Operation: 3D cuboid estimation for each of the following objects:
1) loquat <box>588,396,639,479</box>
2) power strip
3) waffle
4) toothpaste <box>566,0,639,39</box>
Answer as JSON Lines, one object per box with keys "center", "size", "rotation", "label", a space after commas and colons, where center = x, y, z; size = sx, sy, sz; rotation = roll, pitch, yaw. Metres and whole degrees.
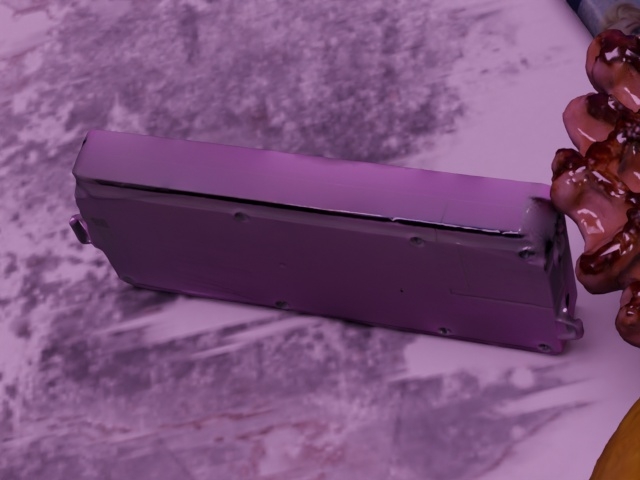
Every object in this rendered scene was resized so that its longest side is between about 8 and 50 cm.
{"center": [0.213, 0.149, 0.567], "size": [0.275, 0.275, 0.274], "rotation": [-8, 56, 11], "label": "loquat"}
{"center": [0.000, 0.000, 0.814], "size": [0.279, 0.109, 0.037], "rotation": [8, 58, 20], "label": "power strip"}
{"center": [0.218, -0.011, 0.746], "size": [0.234, 0.055, 0.221], "rotation": [8, 53, -14], "label": "waffle"}
{"center": [0.180, -0.116, 0.886], "size": [0.062, 0.037, 0.216], "rotation": [-28, 59, -5], "label": "toothpaste"}
